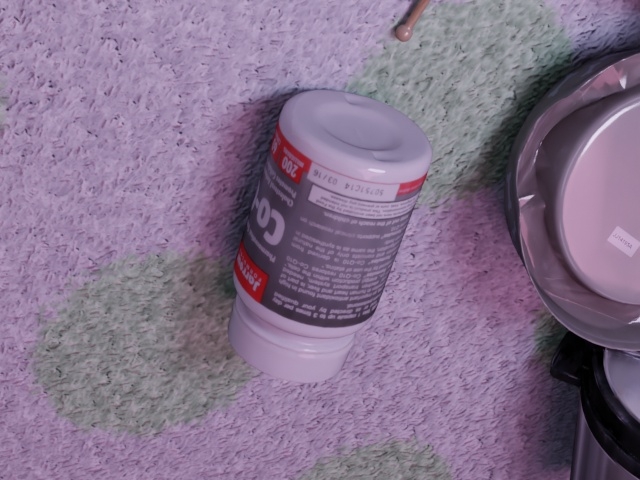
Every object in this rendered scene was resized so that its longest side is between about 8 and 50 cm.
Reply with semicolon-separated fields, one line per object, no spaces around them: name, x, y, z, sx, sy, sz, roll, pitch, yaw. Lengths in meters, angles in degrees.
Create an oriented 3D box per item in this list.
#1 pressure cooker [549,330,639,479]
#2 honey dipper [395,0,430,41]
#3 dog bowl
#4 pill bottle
pressure cooker;0.501;0.249;1.798;0.370;0.375;0.420;-13;130;-11
honey dipper;0.121;-0.268;1.465;0.030;0.030;0.160;16;122;-33
dog bowl;0.363;-0.056;1.624;0.349;0.102;0.349;-5;108;-14
pill bottle;0.000;0.000;1.524;0.161;0.161;0.283;3;123;-26
